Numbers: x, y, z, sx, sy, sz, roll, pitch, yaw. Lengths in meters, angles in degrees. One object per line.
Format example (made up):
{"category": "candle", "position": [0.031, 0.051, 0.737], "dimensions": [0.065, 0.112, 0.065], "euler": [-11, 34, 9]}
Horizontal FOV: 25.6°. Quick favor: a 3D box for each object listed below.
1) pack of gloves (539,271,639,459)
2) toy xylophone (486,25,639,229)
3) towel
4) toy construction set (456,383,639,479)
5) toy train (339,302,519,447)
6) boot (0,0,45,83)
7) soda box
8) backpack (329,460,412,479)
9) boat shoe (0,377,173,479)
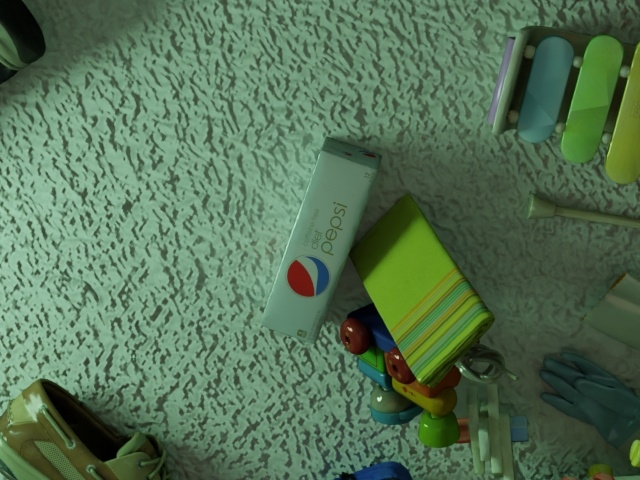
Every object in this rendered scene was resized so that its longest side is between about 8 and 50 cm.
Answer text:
{"category": "pack of gloves", "position": [0.377, 0.158, 1.599], "dimensions": [0.232, 0.046, 0.195], "euler": [35, 121, -5]}
{"category": "toy xylophone", "position": [0.337, -0.113, 1.493], "dimensions": [0.322, 0.081, 0.236], "euler": [5, 107, 4]}
{"category": "towel", "position": [0.104, 0.049, 1.495], "dimensions": [0.102, 0.237, 0.021], "euler": [-45, 127, 13]}
{"category": "toy construction set", "position": [0.304, 0.266, 1.561], "dimensions": [0.327, 0.151, 0.215], "euler": [7, 142, 19]}
{"category": "toy train", "position": [0.129, 0.165, 1.527], "dimensions": [0.105, 0.248, 0.143], "euler": [-22, 120, -28]}
{"category": "boot", "position": [-0.516, -0.259, 1.509], "dimensions": [0.284, 0.138, 0.377], "euler": [-40, 105, 15]}
{"category": "soda box", "position": [0.000, 0.000, 1.562], "dimensions": [0.069, 0.074, 0.216], "euler": [19, 107, -1]}
{"category": "backpack", "position": [0.056, 0.306, 1.633], "dimensions": [0.120, 0.101, 0.098], "euler": [-20, 105, 7]}
{"category": "boat shoe", "position": [-0.235, 0.281, 1.645], "dimensions": [0.324, 0.122, 0.120], "euler": [35, 103, -6]}
